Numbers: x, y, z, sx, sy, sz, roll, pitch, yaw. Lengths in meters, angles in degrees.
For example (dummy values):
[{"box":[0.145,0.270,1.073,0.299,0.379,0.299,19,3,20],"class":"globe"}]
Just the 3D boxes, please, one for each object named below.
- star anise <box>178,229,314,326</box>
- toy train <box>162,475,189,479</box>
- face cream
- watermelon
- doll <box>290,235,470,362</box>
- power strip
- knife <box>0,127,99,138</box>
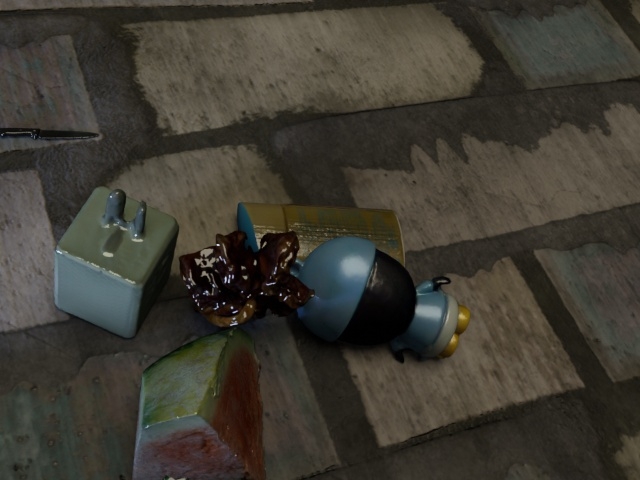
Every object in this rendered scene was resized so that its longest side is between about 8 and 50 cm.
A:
[{"box":[-0.106,0.067,1.200,0.190,0.220,0.126,-9,60,-4],"class":"star anise"},{"box":[-0.135,0.371,1.043,0.269,0.154,0.115,1,55,-18],"class":"toy train"},{"box":[0.000,0.000,1.397,0.285,0.067,0.139,3,57,-16],"class":"face cream"},{"box":[-0.154,0.236,1.123,0.193,0.231,0.310,5,12,-11],"class":"watermelon"},{"box":[0.084,0.096,1.306,0.314,0.177,0.141,23,12,-13],"class":"doll"},{"box":[-0.299,0.019,1.191,0.139,0.224,0.140,25,53,0],"class":"power strip"},{"box":[-0.473,-0.186,1.413,0.170,0.010,0.023,-2,57,-20],"class":"knife"}]
